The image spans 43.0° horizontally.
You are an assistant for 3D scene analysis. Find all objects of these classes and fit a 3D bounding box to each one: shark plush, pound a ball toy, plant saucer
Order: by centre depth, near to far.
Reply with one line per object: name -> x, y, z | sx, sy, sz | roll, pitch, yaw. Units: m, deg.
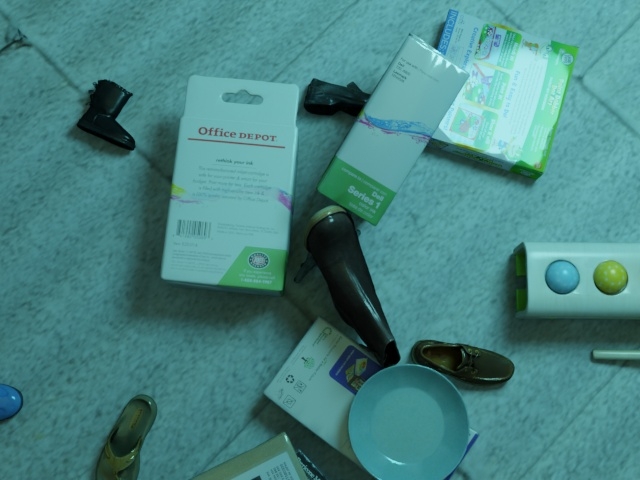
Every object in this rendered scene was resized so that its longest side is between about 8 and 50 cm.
plant saucer -> 0.141, 0.297, 1.307 | 0.194, 0.037, 0.195 | 0, 79, 0
pound a ball toy -> 0.495, 0.107, 1.359 | 0.318, 0.136, 0.208 | 1, 80, 0
shark plush -> 0.000, 0.000, 1.407 | 0.161, 0.067, 0.073 | -41, 83, -7

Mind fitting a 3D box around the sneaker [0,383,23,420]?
sneaker -> -0.607, 0.263, 1.350 | 0.209, 0.082, 0.069 | 8, 78, 0

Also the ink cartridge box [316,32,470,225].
ink cartridge box -> 0.115, -0.181, 1.328 | 0.117, 0.201, 0.278 | 31, 100, -2

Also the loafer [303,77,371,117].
loafer -> 0.057, -0.258, 1.459 | 0.169, 0.062, 0.061 | 7, 75, -1

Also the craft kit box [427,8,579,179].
craft kit box -> 0.312, -0.264, 1.465 | 0.246, 0.061, 0.250 | 18, 80, 5

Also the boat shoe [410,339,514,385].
boat shoe -> 0.243, 0.207, 1.376 | 0.177, 0.060, 0.064 | 12, 80, 2

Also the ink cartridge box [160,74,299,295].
ink cartridge box -> -0.145, -0.091, 1.396 | 0.207, 0.119, 0.354 | 6, 81, 1

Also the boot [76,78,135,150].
boot -> -0.369, -0.227, 1.459 | 0.121, 0.045, 0.099 | 24, 78, 5

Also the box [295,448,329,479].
box -> -0.010, 0.493, 1.288 | 0.261, 0.103, 0.184 | 45, 72, 7

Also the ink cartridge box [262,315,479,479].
ink cartridge box -> 0.082, 0.289, 1.359 | 0.332, 0.065, 0.165 | 37, 81, 7

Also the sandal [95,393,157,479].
sandal -> -0.326, 0.344, 1.353 | 0.072, 0.049, 0.180 | 20, 80, 3

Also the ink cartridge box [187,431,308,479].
ink cartridge box -> -0.090, 0.432, 1.196 | 0.193, 0.088, 0.235 | -24, 77, -18

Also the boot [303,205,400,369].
boot -> 0.064, 0.076, 1.288 | 0.090, 0.248, 0.207 | -29, 58, -9
